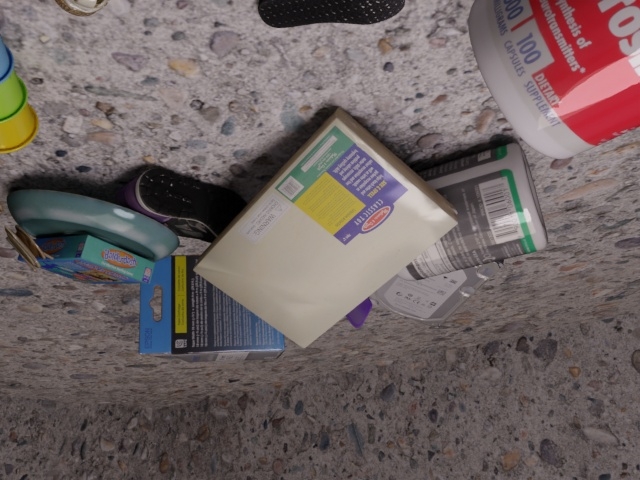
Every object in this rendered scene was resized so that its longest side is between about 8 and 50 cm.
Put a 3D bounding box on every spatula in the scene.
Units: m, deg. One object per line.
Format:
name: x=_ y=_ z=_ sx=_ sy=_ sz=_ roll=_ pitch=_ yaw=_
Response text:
spatula: x=0.110 y=0.089 z=1.480 sx=0.030 sy=0.084 sz=0.297 roll=-10 pitch=130 yaw=-26

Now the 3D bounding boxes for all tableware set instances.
tableware set: x=-0.535 y=-0.037 z=1.047 sx=0.039 sy=0.194 sz=0.128 roll=-42 pitch=-169 yaw=-26

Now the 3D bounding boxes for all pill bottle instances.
pill bottle: x=0.378 y=-0.266 z=0.615 sx=0.229 sy=0.229 sz=0.407 roll=14 pitch=150 yaw=-40
pill bottle: x=0.224 y=-0.038 z=1.159 sx=0.360 sy=0.204 sz=0.204 roll=-15 pitch=156 yaw=22

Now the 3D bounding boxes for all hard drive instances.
hard drive: x=0.254 y=0.084 z=1.469 sx=0.236 sy=0.064 sz=0.339 roll=22 pitch=142 yaw=-6

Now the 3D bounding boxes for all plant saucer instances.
plant saucer: x=-0.428 y=-0.013 z=1.152 sx=0.317 sy=0.044 sz=0.318 roll=9 pitch=161 yaw=3

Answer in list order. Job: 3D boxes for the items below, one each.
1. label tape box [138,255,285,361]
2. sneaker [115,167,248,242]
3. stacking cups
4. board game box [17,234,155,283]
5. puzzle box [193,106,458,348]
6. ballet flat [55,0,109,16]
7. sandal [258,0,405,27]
label tape box: x=-0.263 y=0.164 z=1.474 sx=0.333 sy=0.241 sz=0.106 roll=1 pitch=158 yaw=-15
sneaker: x=-0.250 y=-0.053 z=1.163 sx=0.124 sy=0.107 sz=0.283 roll=-13 pitch=151 yaw=41
stacking cups: x=-0.398 y=-0.223 z=0.703 sx=0.096 sy=0.096 sz=0.316 roll=1 pitch=155 yaw=-16
board game box: x=-0.453 y=0.041 z=1.183 sx=0.210 sy=0.047 sz=0.160 roll=-2 pitch=158 yaw=34
puzzle box: x=0.000 y=0.000 z=1.070 sx=0.272 sy=0.052 sz=0.409 roll=39 pitch=120 yaw=-16
ballet flat: x=-0.236 y=-0.284 z=0.623 sx=0.073 sy=0.067 sz=0.206 roll=6 pitch=155 yaw=-30
sandal: x=0.011 y=-0.290 z=0.724 sx=0.179 sy=0.040 sz=0.067 roll=2 pitch=155 yaw=19
